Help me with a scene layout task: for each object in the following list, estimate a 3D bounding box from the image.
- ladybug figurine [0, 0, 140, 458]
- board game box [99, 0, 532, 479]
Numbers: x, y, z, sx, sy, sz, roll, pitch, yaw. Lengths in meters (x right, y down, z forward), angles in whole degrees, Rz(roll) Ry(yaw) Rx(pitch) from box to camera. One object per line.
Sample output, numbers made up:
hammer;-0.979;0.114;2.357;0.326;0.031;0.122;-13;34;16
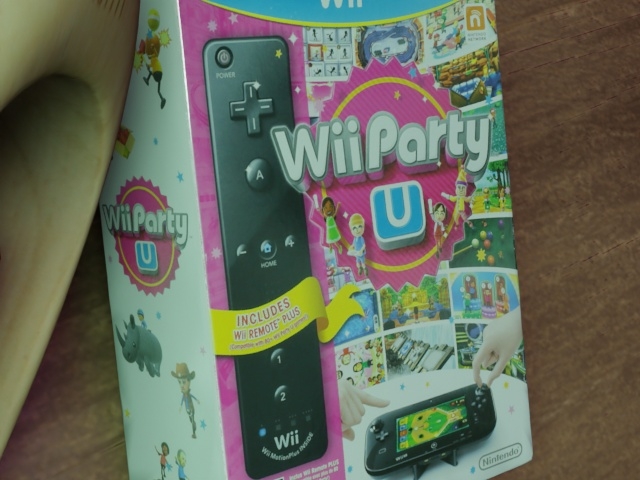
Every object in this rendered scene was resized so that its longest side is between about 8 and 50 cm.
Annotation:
ladybug figurine;-0.207;0.044;0.406;0.161;0.305;0.449;23;93;2
board game box;0.000;0.000;0.642;0.224;0.097;0.303;-12;98;-39
